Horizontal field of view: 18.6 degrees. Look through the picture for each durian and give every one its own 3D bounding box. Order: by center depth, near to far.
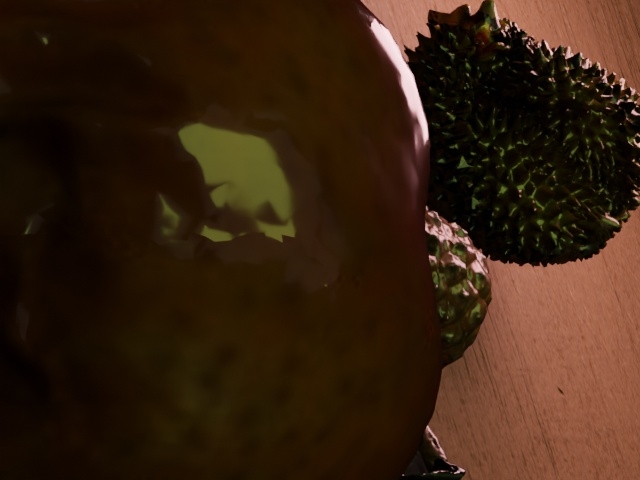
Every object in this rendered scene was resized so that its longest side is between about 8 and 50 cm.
[{"bbox_3d":[0.202,-0.105,2.064,0.293,0.258,0.258,32,40,-21],"label":"durian"}]

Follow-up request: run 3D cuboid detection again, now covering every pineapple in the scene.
[{"bbox_3d":[0.000,0.000,1.739,0.340,0.169,0.169,29,46,-39],"label":"pineapple"}]

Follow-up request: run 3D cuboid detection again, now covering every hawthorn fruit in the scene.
[{"bbox_3d":[-0.161,0.014,1.134,0.472,0.472,0.471,40,38,-41],"label":"hawthorn fruit"}]

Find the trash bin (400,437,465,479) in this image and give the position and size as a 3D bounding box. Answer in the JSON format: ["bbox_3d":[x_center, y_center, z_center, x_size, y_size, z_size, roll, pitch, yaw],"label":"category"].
[{"bbox_3d":[0.034,0.322,1.465,0.203,0.252,0.301,10,54,-59],"label":"trash bin"}]

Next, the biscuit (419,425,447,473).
[{"bbox_3d":[0.065,0.228,1.647,0.042,0.226,0.226,-12,77,-19],"label":"biscuit"}]
